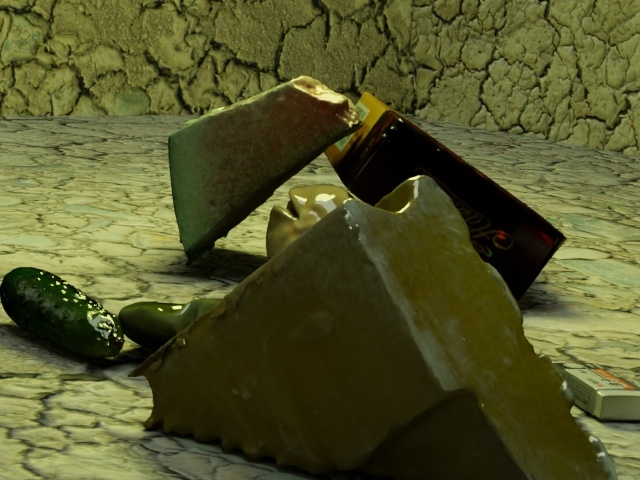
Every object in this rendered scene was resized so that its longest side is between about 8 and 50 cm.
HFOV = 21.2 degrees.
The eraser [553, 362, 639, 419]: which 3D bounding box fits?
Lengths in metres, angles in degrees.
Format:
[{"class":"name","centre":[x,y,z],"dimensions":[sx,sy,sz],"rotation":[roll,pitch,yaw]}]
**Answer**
[{"class":"eraser","centre":[0.266,0.144,1.633],"dimensions":[0.052,0.029,0.122],"rotation":[1,9,-15]}]

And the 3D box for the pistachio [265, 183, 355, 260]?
[{"class":"pistachio","centre":[0.000,0.000,2.074],"dimensions":[0.144,0.143,0.215],"rotation":[5,4,1]}]

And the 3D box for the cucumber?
[{"class":"cucumber","centre":[-0.258,0.075,1.707],"dimensions":[0.069,0.069,0.227],"rotation":[-3,16,-37]}]

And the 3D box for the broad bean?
[{"class":"broad bean","centre":[-0.104,0.089,1.660],"dimensions":[0.153,0.072,0.207],"rotation":[17,-2,-37]}]

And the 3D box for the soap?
[{"class":"soap","centre":[0.029,0.160,1.401],"dimensions":[0.169,0.304,0.339],"rotation":[-16,-18,-49]}]

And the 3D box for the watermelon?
[{"class":"watermelon","centre":[-0.094,-0.123,2.191],"dimensions":[0.302,0.151,0.264],"rotation":[-39,0,11]}]

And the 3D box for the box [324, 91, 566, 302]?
[{"class":"box","centre":[0.150,-0.063,2.231],"dimensions":[0.264,0.115,0.415],"rotation":[36,5,-8]}]
